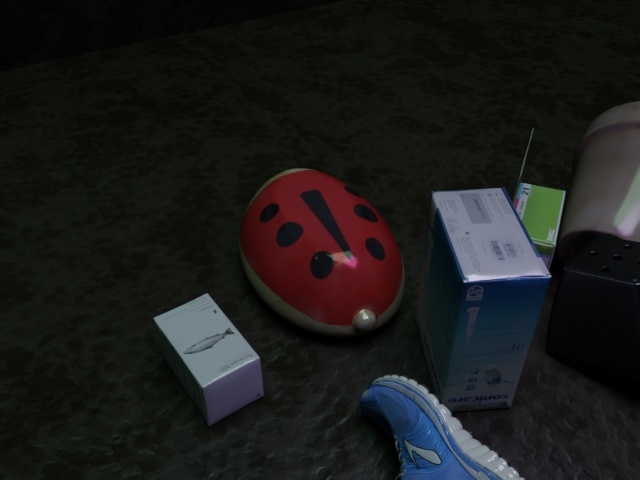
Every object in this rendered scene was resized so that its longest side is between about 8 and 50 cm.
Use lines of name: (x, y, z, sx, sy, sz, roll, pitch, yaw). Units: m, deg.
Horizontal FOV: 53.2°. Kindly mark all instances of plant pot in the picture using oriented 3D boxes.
plant pot: (0.601, -0.054, 1.221, 0.323, 0.323, 0.280, 26, 64, 29)
plant pot: (0.501, 0.100, 1.067, 0.187, 0.167, 0.188, -32, 30, -32)

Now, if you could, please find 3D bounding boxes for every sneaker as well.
sneaker: (0.142, 0.308, 0.880, 0.147, 0.129, 0.330, -36, 34, -14)

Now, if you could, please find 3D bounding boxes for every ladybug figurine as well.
ladybug figurine: (0.000, 0.000, 1.239, 0.305, 0.161, 0.449, -17, 42, -19)

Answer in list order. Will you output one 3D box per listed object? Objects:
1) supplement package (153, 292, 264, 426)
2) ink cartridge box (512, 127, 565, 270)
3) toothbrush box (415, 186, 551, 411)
supplement package: (-0.184, 0.192, 1.052, 0.105, 0.105, 0.179, -25, 45, -27)
ink cartridge box: (0.415, -0.055, 1.226, 0.097, 0.255, 0.188, 14, 42, 17)
toothbrush box: (0.240, 0.097, 1.014, 0.126, 0.295, 0.216, -2, 39, -4)
